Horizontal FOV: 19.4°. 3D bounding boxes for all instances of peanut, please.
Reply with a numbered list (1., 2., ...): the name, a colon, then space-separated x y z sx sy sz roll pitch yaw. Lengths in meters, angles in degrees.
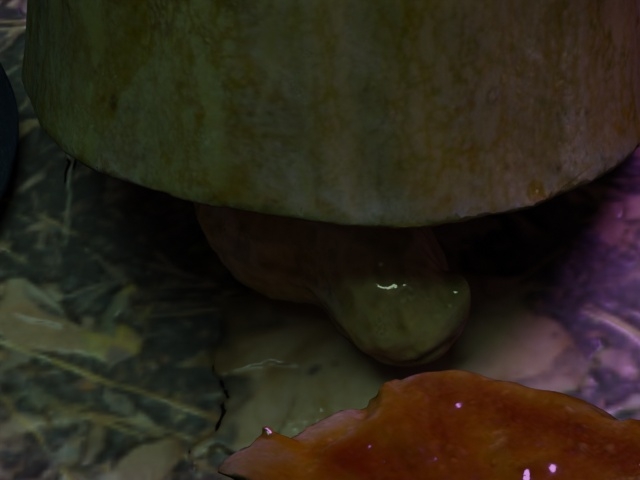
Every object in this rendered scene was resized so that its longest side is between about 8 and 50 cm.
1. peanut: 0.000 0.000 0.877 0.080 0.080 0.174 -38 57 -22

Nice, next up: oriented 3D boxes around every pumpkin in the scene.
1. pumpkin: 0.014 -0.163 0.872 0.332 0.199 0.332 1 33 -1

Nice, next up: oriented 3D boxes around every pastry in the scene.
1. pastry: 0.057 0.156 0.715 0.219 0.100 0.229 3 46 7

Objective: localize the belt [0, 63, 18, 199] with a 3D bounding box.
1. belt: -0.232 -0.064 0.964 0.141 0.082 0.190 -11 50 4
